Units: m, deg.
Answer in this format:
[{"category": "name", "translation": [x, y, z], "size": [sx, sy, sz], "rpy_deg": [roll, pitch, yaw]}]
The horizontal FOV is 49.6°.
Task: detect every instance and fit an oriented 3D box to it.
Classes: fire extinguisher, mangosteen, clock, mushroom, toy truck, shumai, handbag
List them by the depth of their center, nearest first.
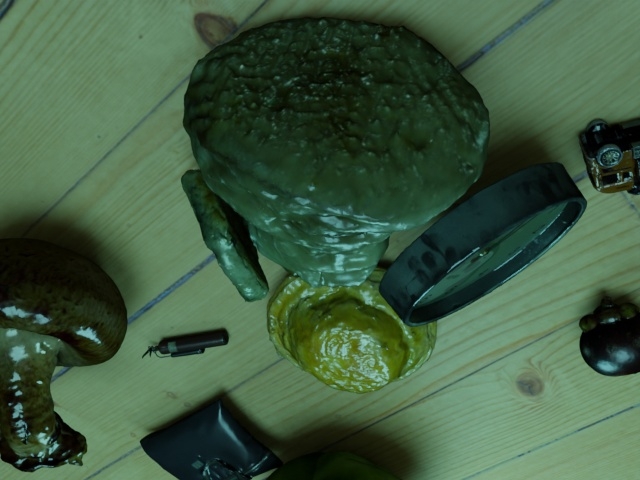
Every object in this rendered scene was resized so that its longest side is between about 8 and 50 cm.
[{"category": "shumai", "translation": [0.014, -0.092, 0.957], "size": [0.398, 0.324, 0.323], "rpy_deg": [22, 145, 16]}, {"category": "toy truck", "translation": [0.472, -0.129, 0.978], "size": [0.192, 0.083, 0.092], "rpy_deg": [-12, 127, 15]}, {"category": "clock", "translation": [0.234, 0.013, 0.994], "size": [0.319, 0.319, 0.066], "rpy_deg": [-46, 65, 31]}, {"category": "mangosteen", "translation": [0.497, 0.158, 1.158], "size": [0.140, 0.140, 0.140], "rpy_deg": [4, 125, 5]}, {"category": "mushroom", "translation": [-0.528, 0.176, 1.186], "size": [0.331, 0.356, 0.334], "rpy_deg": [20, 156, 11]}, {"category": "fire extinguisher", "translation": [-0.259, 0.205, 1.346], "size": [0.173, 0.035, 0.049], "rpy_deg": [-10, 160, 14]}, {"category": "handbag", "translation": [-0.232, 0.451, 1.474], "size": [0.254, 0.088, 0.211], "rpy_deg": [-31, 109, 27]}]

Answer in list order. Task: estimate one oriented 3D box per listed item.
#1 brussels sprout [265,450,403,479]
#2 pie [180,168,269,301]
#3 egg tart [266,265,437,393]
[{"category": "brussels sprout", "translation": [0.043, 0.590, 1.377], "size": [0.361, 0.342, 0.425], "rpy_deg": [58, 158, -9]}, {"category": "pie", "translation": [-0.143, -0.009, 1.059], "size": [0.054, 0.240, 0.240], "rpy_deg": [-29, 118, -1]}, {"category": "egg tart", "translation": [0.051, 0.175, 1.221], "size": [0.319, 0.128, 0.318], "rpy_deg": [4, 127, 6]}]
